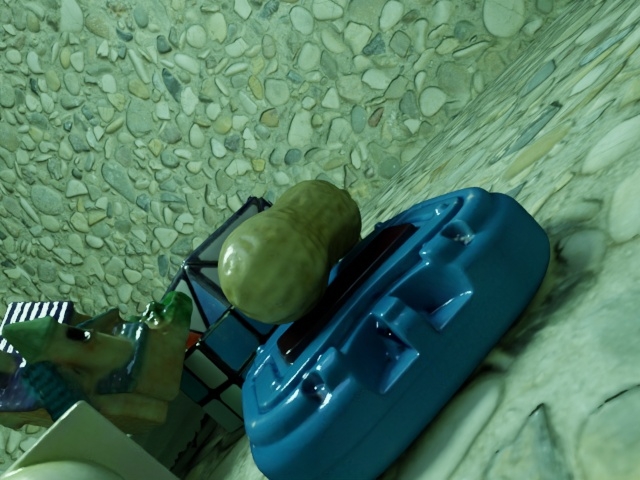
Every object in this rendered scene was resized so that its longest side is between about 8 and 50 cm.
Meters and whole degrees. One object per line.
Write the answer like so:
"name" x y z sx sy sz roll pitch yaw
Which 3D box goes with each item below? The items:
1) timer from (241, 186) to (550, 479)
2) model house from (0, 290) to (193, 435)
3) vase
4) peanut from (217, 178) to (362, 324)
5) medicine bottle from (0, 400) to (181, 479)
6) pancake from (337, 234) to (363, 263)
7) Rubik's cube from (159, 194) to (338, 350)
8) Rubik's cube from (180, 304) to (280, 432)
"timer" 0.055 0.085 0.524 0.340 0.115 0.309 -46 6 -9
"model house" -0.412 0.195 0.846 0.312 0.280 0.245 -36 41 42
"vase" -0.322 0.415 0.972 0.165 0.165 0.360 -45 8 21
"peanut" -0.024 0.009 0.553 0.125 0.111 0.274 -61 -8 29
"medicine bottle" -0.382 0.434 0.642 0.406 0.236 0.236 -48 4 -20
"pancake" 0.000 0.000 1.230 0.033 0.286 0.288 -54 -35 -30
"Rubik's cube" -0.172 0.130 1.218 0.307 0.305 0.310 -46 5 48
"Rubik's cube" -0.142 0.214 0.917 0.180 0.167 0.183 -43 3 46
